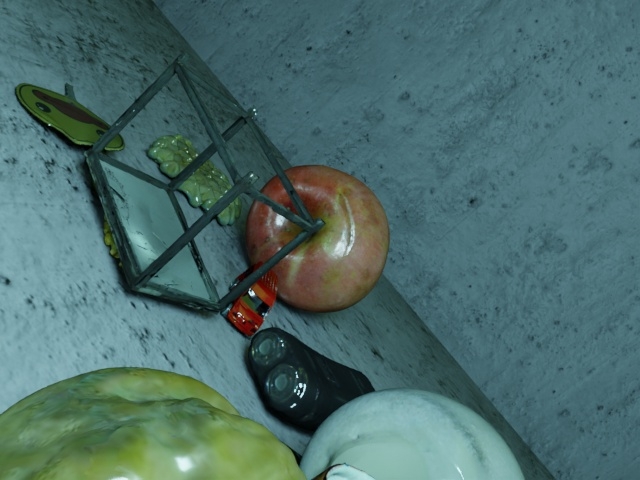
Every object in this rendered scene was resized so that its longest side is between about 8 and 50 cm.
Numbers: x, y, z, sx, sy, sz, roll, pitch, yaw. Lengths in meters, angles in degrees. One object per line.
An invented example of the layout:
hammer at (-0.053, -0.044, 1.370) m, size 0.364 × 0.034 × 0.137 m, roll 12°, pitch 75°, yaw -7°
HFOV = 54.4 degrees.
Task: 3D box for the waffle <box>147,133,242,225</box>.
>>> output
waffle at (-0.316, -0.165, 1.642) m, size 0.292 × 0.056 × 0.309 m, roll 46°, pitch 12°, yaw -8°

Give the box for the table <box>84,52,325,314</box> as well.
table at (-0.212, -0.098, 1.107) m, size 0.222 × 0.272 × 0.335 m, roll 30°, pitch 24°, yaw -54°

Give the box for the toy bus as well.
toy bus at (-0.141, 0.120, 1.297) m, size 0.081 × 0.089 × 0.195 m, roll 45°, pitch 13°, yaw -14°

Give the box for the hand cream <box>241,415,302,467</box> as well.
hand cream at (-0.065, 0.348, 0.970) m, size 0.271 × 0.058 × 0.091 m, roll 46°, pitch 17°, yaw -31°

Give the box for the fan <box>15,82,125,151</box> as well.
fan at (-0.522, -0.274, 1.303) m, size 0.229 × 0.011 × 0.335 m, roll 25°, pitch 18°, yaw -35°

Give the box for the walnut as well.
walnut at (-0.153, 0.238, 0.486) m, size 0.277 × 0.282 × 0.253 m, roll 8°, pitch 49°, yaw -41°

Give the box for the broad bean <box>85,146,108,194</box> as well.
broad bean at (-0.432, -0.145, 1.224) m, size 0.060 × 0.043 × 0.297 m, roll 50°, pitch 7°, yaw -45°

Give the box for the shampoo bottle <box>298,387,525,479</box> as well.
shampoo bottle at (0.127, 0.372, 0.886) m, size 0.317 × 0.322 × 0.322 m, roll 51°, pitch 6°, yaw -48°

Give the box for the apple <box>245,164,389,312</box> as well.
apple at (0.000, 0.000, 1.554) m, size 0.364 × 0.364 × 0.364 m, roll 45°, pitch 13°, yaw -13°

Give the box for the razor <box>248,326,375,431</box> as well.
razor at (-0.004, 0.289, 1.209) m, size 0.327 × 0.107 × 0.189 m, roll 36°, pitch 17°, yaw -46°

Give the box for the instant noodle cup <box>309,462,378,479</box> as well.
instant noodle cup at (-0.016, 0.375, 0.640) m, size 0.243 × 0.231 × 0.243 m, roll 45°, pitch 12°, yaw -12°

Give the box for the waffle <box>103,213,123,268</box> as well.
waffle at (-0.315, 0.020, 1.132) m, size 0.191 × 0.038 × 0.191 m, roll 45°, pitch 13°, yaw -13°
